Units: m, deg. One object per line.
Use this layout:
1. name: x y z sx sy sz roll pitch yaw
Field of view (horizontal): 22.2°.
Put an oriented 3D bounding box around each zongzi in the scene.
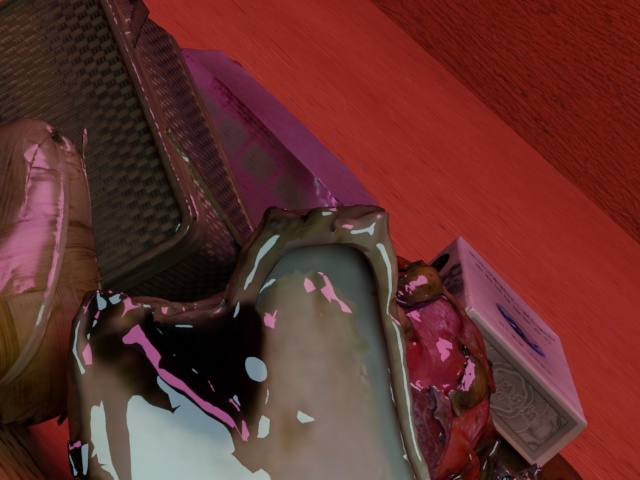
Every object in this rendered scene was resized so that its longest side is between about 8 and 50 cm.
1. zongzi: -0.218 0.010 0.997 0.197 0.099 0.194 17 57 -51

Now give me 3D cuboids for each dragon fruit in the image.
1. dragon fruit: 0.034 0.117 1.196 0.282 0.211 0.147 37 18 7

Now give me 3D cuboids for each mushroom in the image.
1. mushroom: -0.047 0.128 1.011 0.217 0.292 0.212 -8 2 -11

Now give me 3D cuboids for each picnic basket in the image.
1. picnic basket: -0.164 -0.049 1.179 0.266 0.165 0.139 66 12 23

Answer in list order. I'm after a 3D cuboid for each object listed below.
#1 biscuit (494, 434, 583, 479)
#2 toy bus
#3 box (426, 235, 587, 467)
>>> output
1. biscuit: 0.135 0.153 1.639 0.278 0.043 0.301 26 19 -39
2. toy bus: -0.072 -0.060 1.616 0.303 0.147 0.127 44 21 26
3. box: 0.173 0.105 1.618 0.164 0.069 0.256 45 12 -9
